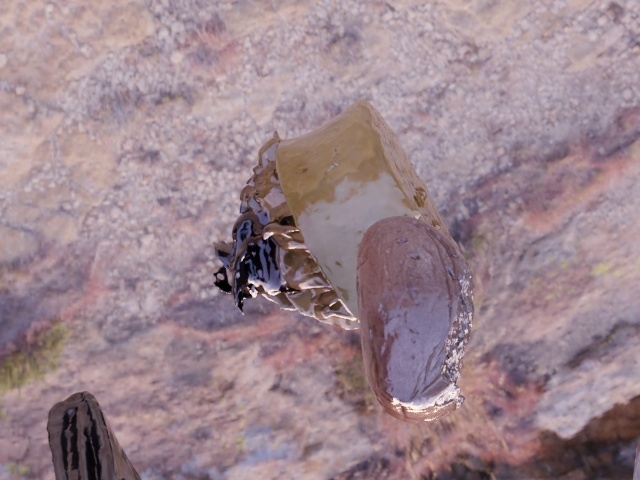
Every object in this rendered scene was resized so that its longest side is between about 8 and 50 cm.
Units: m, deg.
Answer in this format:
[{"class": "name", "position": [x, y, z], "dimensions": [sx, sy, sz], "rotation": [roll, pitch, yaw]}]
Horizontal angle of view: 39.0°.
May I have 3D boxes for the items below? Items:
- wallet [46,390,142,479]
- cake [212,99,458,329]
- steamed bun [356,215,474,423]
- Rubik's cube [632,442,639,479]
[{"class": "wallet", "position": [-0.153, 0.354, 0.884], "dimensions": [0.062, 0.228, 0.406], "rotation": [-25, 124, -10]}, {"class": "cake", "position": [0.004, 0.008, 1.256], "dimensions": [0.321, 0.332, 0.332], "rotation": [-28, 138, 14]}, {"class": "steamed bun", "position": [0.086, 0.069, 0.795], "dimensions": [0.106, 0.175, 0.145], "rotation": [-4, 157, 4]}, {"class": "Rubik's cube", "position": [0.376, 0.297, 0.625], "dimensions": [0.287, 0.291, 0.293], "rotation": [10, 164, 9]}]
